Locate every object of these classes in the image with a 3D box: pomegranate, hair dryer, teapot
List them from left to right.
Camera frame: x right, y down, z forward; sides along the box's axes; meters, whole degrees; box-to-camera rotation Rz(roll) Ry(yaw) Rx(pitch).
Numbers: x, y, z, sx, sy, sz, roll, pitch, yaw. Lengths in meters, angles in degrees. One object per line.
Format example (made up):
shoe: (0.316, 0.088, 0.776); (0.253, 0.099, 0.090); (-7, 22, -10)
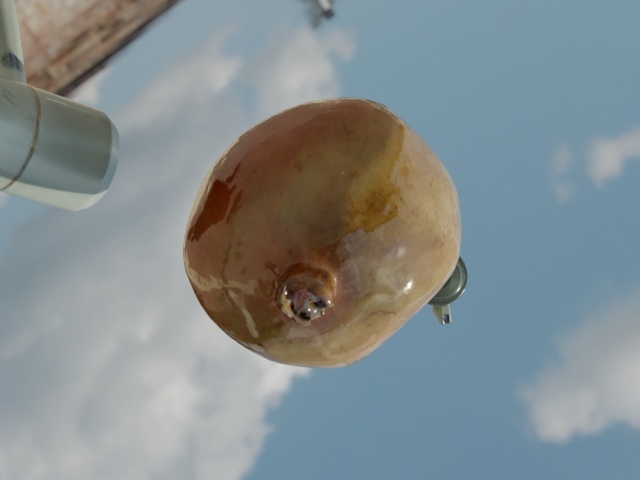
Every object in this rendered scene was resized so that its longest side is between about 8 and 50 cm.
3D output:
hair dryer: (-0.312, -0.195, 1.757); (0.107, 0.173, 0.357); (-42, -134, 34)
pomegranate: (0.000, 0.000, 1.578); (0.252, 0.229, 0.270); (-36, -169, 14)
teapot: (0.130, 0.049, 1.955); (0.066, 0.088, 0.057); (-12, -174, -5)
